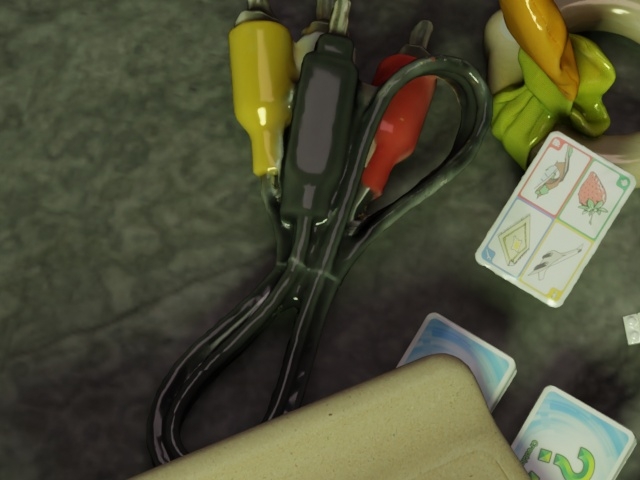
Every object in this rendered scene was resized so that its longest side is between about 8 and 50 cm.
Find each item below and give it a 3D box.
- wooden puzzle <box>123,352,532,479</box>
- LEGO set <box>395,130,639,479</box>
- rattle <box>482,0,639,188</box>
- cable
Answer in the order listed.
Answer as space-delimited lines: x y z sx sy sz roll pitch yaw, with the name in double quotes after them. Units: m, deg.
0.013 0.251 0.769 0.322 0.080 0.348 -20 71 -31 "wooden puzzle"
0.153 0.040 0.884 0.182 0.060 0.244 32 87 9 "LEGO set"
0.186 -0.110 0.965 0.199 0.143 0.130 -2 45 0 "rattle"
0.000 0.000 0.948 0.139 0.072 0.287 14 75 -5 "cable"
